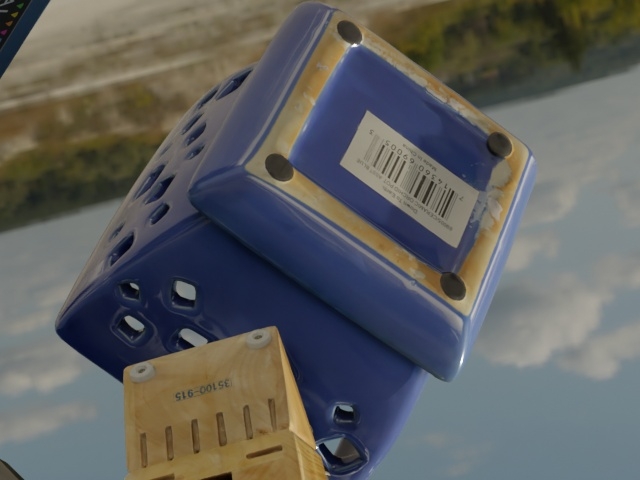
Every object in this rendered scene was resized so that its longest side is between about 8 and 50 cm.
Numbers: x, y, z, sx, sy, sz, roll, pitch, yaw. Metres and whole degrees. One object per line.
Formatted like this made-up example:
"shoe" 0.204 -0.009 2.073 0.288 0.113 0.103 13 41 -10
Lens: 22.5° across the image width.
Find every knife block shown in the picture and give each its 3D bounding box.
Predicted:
"knife block" -0.028 0.183 0.862 0.088 0.242 0.275 -16 -149 2

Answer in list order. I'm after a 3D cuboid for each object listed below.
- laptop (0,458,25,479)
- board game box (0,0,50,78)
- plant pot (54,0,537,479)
"laptop" -0.261 0.244 1.072 0.264 0.136 0.234 -34 -126 -30
"board game box" -0.281 -0.250 0.989 0.079 0.336 0.254 -10 149 -49
"plant pot" 0.000 0.000 1.069 0.212 0.236 0.236 -45 -166 46
